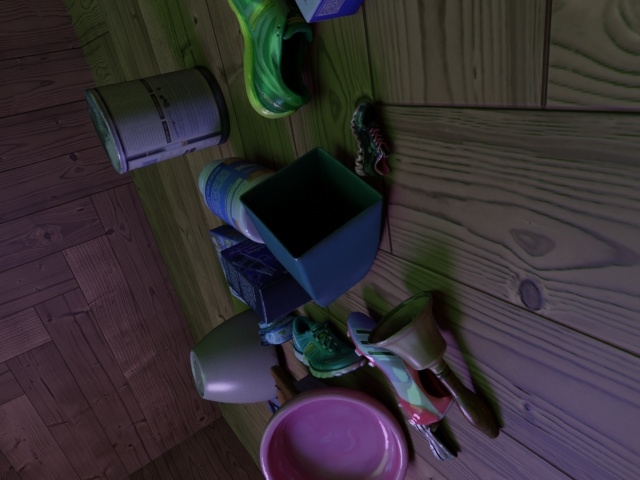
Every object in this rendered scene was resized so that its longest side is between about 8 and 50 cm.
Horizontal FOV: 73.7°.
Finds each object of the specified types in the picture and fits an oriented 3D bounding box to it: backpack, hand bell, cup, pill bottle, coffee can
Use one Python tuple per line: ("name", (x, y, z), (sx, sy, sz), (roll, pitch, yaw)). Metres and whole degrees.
("backpack", (-0.117, 0.247, 1.211), (0.114, 0.105, 0.084), (-16, 100, 57))
("hand bell", (0.200, 0.212, 0.675), (0.242, 0.126, 0.126), (50, 152, -1))
("cup", (-0.318, 0.431, 1.501), (0.331, 0.237, 0.331), (31, 127, 54))
("pill bottle", (-0.173, -0.105, 0.968), (0.272, 0.152, 0.152), (30, 137, 47))
("coffee can", (-0.396, -0.301, 1.055), (0.201, 0.275, 0.201), (40, 143, 39))

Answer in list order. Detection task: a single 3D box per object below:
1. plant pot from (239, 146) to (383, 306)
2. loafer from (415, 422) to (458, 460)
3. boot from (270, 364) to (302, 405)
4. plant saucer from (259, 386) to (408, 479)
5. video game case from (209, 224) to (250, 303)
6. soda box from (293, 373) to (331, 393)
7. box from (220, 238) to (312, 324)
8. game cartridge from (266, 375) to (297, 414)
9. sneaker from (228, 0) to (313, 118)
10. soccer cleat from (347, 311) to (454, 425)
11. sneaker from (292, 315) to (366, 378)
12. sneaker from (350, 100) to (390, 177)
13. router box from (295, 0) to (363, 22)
("plant pot", (0.000, 0.000, 0.747), (0.165, 0.166, 0.234), (45, 163, 33))
("loafer", (0.215, 0.358, 0.806), (0.039, 0.045, 0.125), (-29, 94, 45))
("boot", (-0.057, 0.515, 1.176), (0.280, 0.096, 0.264), (17, 125, 56))
("plant saucer", (0.031, 0.476, 0.983), (0.084, 0.332, 0.332), (-78, -31, -77))
("video game case", (-0.239, 0.086, 1.335), (0.269, 0.061, 0.244), (16, 127, 55))
("soda box", (0.000, 0.457, 1.215), (0.216, 0.074, 0.069), (1, 112, 59))
("box", (-0.125, 0.082, 1.039), (0.207, 0.153, 0.108), (32, 138, 44))
("game cartridge", (-0.145, 0.593, 1.599), (0.355, 0.068, 0.230), (-4, 105, 61))
("sneaker", (-0.070, -0.348, 0.670), (0.123, 0.109, 0.295), (3, 116, 34))
("soccer cleat", (0.143, 0.218, 0.789), (0.095, 0.083, 0.248), (-53, 56, 27))
("sneaker", (0.002, 0.250, 1.022), (0.275, 0.107, 0.110), (6, 108, 58))
("sneaker", (0.079, -0.143, 0.624), (0.057, 0.047, 0.119), (29, 144, 39))
("router box", (0.015, -0.463, 0.423), (0.301, 0.082, 0.335), (63, 152, 3))
